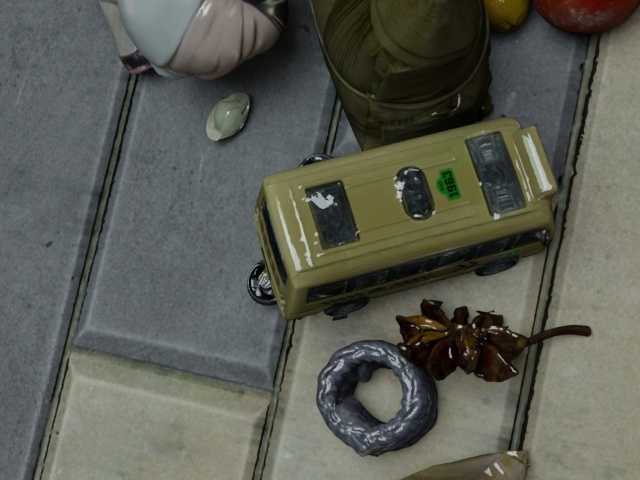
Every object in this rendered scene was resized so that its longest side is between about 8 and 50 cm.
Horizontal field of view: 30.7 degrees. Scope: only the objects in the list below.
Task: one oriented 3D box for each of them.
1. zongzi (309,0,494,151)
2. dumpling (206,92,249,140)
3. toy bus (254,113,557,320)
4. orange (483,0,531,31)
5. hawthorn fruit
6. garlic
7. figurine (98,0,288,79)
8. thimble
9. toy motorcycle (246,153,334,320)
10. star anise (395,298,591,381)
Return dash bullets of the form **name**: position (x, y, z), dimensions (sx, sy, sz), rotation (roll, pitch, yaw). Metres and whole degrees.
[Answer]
- **zongzi**: position (0.078, -0.393, 1.424), dimensions (0.218, 0.467, 0.500), rotation (-16, 73, -7)
- **dumpling**: position (-0.135, -0.181, 1.674), dimensions (0.059, 0.043, 0.077), rotation (34, 108, 37)
- **toy bus**: position (0.110, -0.030, 1.442), dimensions (0.365, 0.202, 0.177), rotation (-15, 75, -9)
- **orange**: position (0.240, -0.323, 1.553), dimensions (0.085, 0.085, 0.095), rotation (-17, 79, 15)
- **hawthorn fruit**: position (0.345, -0.351, 1.475), dimensions (0.172, 0.173, 0.173), rotation (-3, 79, 18)
- **garlic**: position (0.174, 0.328, 1.454), dimensions (0.195, 0.087, 0.101), rotation (-22, 61, 16)
- **figurine**: position (-0.195, -0.335, 1.582), dimensions (0.361, 0.211, 0.253), rotation (24, 106, 51)
- **thimble**: position (0.072, 0.202, 1.502), dimensions (0.150, 0.098, 0.150), rotation (-4, 78, 17)
- **toy motorcycle**: position (0.000, 0.000, 1.577), dimensions (0.152, 0.073, 0.225), rotation (23, 85, 21)
- **star anise**: position (0.204, 0.131, 1.443), dimensions (0.233, 0.177, 0.073), rotation (5, 114, 21)
